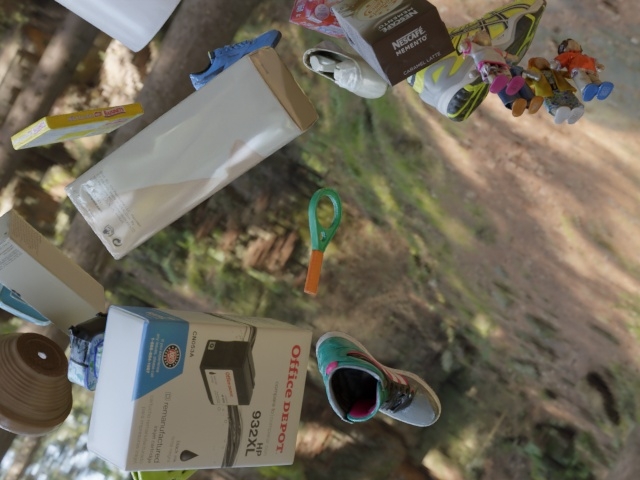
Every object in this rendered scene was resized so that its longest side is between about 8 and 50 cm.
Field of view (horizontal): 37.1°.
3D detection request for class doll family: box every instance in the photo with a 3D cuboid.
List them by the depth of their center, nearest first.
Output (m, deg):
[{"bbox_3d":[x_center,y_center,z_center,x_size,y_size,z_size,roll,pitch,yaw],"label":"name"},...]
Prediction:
[{"bbox_3d":[0.331,-0.263,1.555,0.262,0.118,0.163,2,-137,-19],"label":"doll family"}]

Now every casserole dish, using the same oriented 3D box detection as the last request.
[{"bbox_3d":[-0.678,0.129,2.227,0.188,0.114,0.037,32,176,-28],"label":"casserole dish"}]

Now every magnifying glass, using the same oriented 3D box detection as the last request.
[{"bbox_3d":[0.000,0.000,2.027,0.026,0.231,0.092,2,164,41],"label":"magnifying glass"}]

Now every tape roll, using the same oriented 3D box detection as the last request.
[{"bbox_3d":[-0.259,-0.405,1.304,0.169,0.246,0.246,32,-173,-21],"label":"tape roll"}]

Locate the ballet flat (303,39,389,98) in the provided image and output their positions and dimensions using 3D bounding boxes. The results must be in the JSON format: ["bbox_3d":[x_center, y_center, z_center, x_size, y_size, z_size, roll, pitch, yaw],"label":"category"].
[{"bbox_3d":[0.045,-0.358,2.011,0.086,0.086,0.248,23,-171,-42],"label":"ballet flat"}]

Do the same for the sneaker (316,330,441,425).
[{"bbox_3d":[0.118,0.304,1.876,0.295,0.124,0.178,32,-162,-10],"label":"sneaker"}]

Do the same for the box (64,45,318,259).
[{"bbox_3d":[-0.167,-0.119,1.268,0.121,0.311,0.148,55,-163,-8],"label":"box"}]

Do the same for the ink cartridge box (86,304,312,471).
[{"bbox_3d":[-0.178,0.228,1.471,0.307,0.223,0.129,9,180,-40],"label":"ink cartridge box"}]

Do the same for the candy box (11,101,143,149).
[{"bbox_3d":[-0.405,-0.193,1.604,0.205,0.105,0.027,-21,-91,-52],"label":"candy box"}]

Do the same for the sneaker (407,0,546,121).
[{"bbox_3d":[0.321,-0.397,1.905,0.147,0.384,0.145,34,145,18],"label":"sneaker"}]

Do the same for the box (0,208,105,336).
[{"bbox_3d":[-0.562,0.071,1.932,0.275,0.094,0.113,49,-169,-34],"label":"box"}]

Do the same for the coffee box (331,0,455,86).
[{"bbox_3d":[0.133,-0.402,1.798,0.098,0.141,0.246,59,180,-34],"label":"coffee box"}]

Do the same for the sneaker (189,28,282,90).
[{"bbox_3d":[-0.175,-0.377,1.962,0.082,0.209,0.069,50,-176,-18],"label":"sneaker"}]

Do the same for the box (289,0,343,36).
[{"bbox_3d":[0.025,-0.525,2.103,0.128,0.123,0.257,16,-173,-14],"label":"box"}]

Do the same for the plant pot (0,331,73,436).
[{"bbox_3d":[-0.577,0.259,1.883,0.237,0.110,0.237,36,-160,-16],"label":"plant pot"}]

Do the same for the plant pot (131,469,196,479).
[{"bbox_3d":[-0.326,0.379,2.051,0.207,0.228,0.227,-16,-139,-20],"label":"plant pot"}]

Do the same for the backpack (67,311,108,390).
[{"bbox_3d":[-0.377,0.196,1.624,0.084,0.114,0.105,22,-160,18],"label":"backpack"}]
